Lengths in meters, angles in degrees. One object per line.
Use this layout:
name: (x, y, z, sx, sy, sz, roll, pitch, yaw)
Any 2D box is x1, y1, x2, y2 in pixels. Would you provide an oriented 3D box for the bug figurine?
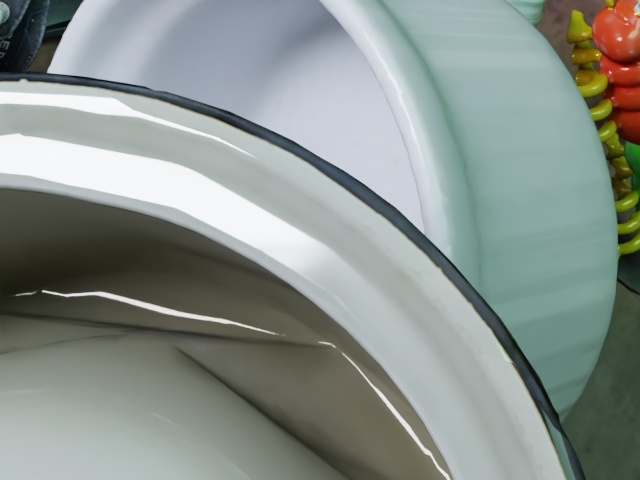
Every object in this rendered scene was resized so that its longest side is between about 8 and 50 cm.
bug figurine: (0.197, -0.118, 1.011, 0.072, 0.216, 0.279, 0, 44, 20)

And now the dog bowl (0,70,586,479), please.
dog bowl: (-0.099, 0.160, 0.580, 0.407, 0.150, 0.408, -3, 76, 12)

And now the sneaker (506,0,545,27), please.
sneaker: (0.080, -0.056, 0.932, 0.094, 0.151, 0.256, -23, 78, -40)

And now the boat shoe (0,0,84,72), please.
boat shoe: (-0.177, -0.126, 0.852, 0.301, 0.108, 0.102, -23, 75, -46)

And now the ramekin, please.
ramekin: (0.000, 0.000, 0.778, 0.135, 0.277, 0.277, -9, 68, -42)
